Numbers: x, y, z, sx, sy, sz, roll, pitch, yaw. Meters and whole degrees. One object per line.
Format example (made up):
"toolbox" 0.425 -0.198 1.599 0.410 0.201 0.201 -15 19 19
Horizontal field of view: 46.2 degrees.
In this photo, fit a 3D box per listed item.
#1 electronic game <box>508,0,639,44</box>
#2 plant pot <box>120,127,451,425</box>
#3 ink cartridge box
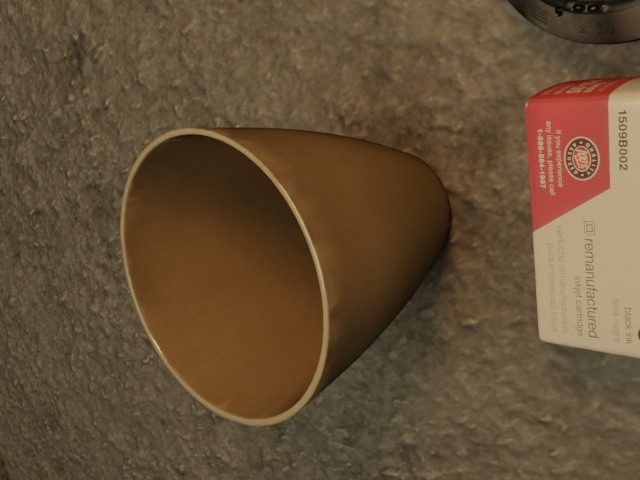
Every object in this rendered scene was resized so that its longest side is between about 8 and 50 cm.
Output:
"electronic game" 0.227 -0.266 0.568 0.229 0.048 0.229 8 102 40
"plant pot" 0.000 0.000 0.716 0.257 0.274 0.256 17 116 39
"ink cartridge box" 0.306 -0.017 0.536 0.283 0.117 0.207 5 109 42
